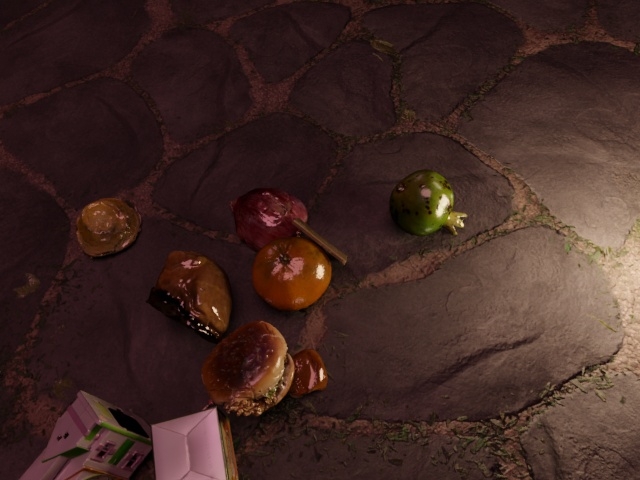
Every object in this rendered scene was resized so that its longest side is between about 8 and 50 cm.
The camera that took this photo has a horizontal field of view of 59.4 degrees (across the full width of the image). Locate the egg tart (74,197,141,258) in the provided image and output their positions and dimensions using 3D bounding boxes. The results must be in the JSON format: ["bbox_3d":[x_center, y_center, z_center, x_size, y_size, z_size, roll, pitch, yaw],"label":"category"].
[{"bbox_3d":[-0.724,-0.060,1.885,0.232,0.098,0.252,4,55,5],"label":"egg tart"}]

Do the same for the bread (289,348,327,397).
[{"bbox_3d":[-0.048,0.369,1.566,0.126,0.044,0.129,-24,62,-7],"label":"bread"}]

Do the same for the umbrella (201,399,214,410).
[{"bbox_3d":[-0.269,0.417,1.572,0.165,0.025,0.027,-42,32,-21],"label":"umbrella"}]

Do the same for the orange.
[{"bbox_3d":[-0.087,0.091,1.668,0.240,0.171,0.240,-2,57,4],"label":"orange"}]

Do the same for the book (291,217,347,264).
[{"bbox_3d":[0.000,0.000,1.703,0.199,0.138,0.016,39,96,1],"label":"book"}]

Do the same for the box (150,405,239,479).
[{"bbox_3d":[-0.315,0.552,1.419,0.178,0.148,0.194,-15,57,-4],"label":"box"}]

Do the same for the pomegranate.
[{"bbox_3d":[0.332,-0.103,1.747,0.263,0.211,0.210,32,58,-23],"label":"pomegranate"}]

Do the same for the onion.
[{"bbox_3d":[-0.190,-0.093,1.827,0.284,0.120,0.227,23,59,20],"label":"onion"}]

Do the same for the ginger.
[{"bbox_3d":[-0.352,0.156,1.639,0.270,0.200,0.222,21,68,23],"label":"ginger"}]

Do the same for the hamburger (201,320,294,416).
[{"bbox_3d":[-0.200,0.349,1.506,0.243,0.146,0.285,-4,44,22],"label":"hamburger"}]

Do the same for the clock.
[{"bbox_3d":[-0.592,0.571,1.398,0.166,0.235,0.309,31,77,41],"label":"clock"}]
